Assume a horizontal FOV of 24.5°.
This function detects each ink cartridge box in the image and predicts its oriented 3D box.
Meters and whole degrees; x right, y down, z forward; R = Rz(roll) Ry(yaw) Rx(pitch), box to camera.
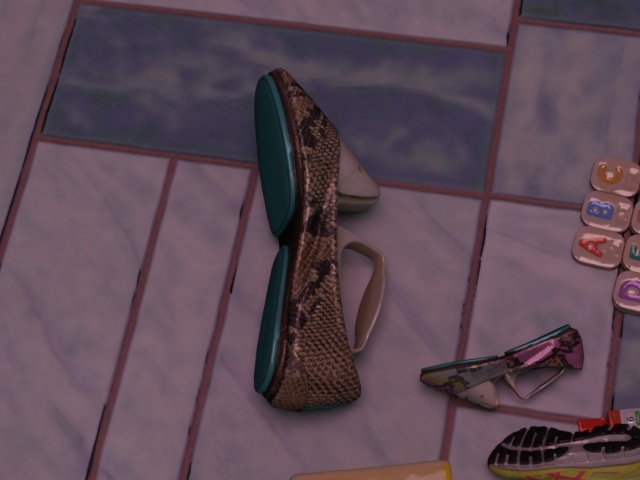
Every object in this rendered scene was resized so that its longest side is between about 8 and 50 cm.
[{"bbox_3d":[0.396,0.252,1.912,0.115,0.029,0.063,-5,65,3],"label":"ink cartridge box"}]

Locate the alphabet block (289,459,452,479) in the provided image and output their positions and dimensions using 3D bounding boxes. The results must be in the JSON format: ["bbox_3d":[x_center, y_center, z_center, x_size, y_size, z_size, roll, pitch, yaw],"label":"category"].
[{"bbox_3d":[0.073,0.389,1.793,0.197,0.192,0.194,-7,66,4],"label":"alphabet block"}]

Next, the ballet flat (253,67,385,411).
[{"bbox_3d":[0.000,0.000,2.018,0.182,0.164,0.483,4,70,-16],"label":"ballet flat"}]

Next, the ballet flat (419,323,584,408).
[{"bbox_3d":[0.245,0.176,1.945,0.221,0.077,0.079,-16,84,-3],"label":"ballet flat"}]

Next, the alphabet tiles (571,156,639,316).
[{"bbox_3d":[0.500,-0.019,2.033,0.277,0.021,0.284,14,68,12],"label":"alphabet tiles"}]

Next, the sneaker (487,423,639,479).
[{"bbox_3d":[0.315,0.293,1.876,0.208,0.094,0.081,-4,28,24],"label":"sneaker"}]
